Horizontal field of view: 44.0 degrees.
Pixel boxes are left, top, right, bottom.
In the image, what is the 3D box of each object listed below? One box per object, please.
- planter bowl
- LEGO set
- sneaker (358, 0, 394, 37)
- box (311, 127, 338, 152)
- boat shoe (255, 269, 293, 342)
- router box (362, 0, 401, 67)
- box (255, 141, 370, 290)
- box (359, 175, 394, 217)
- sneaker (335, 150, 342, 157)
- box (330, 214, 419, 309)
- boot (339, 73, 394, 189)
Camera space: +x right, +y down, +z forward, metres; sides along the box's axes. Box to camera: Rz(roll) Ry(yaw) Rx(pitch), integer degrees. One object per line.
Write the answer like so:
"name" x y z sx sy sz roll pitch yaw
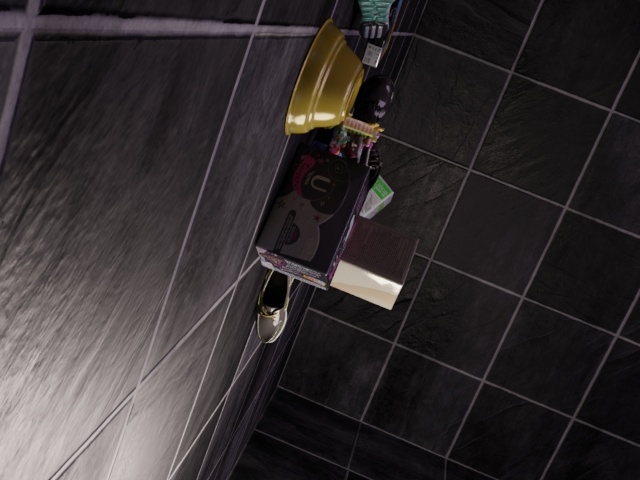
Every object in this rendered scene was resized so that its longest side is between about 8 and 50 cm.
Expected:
"planter bowl" 0.019 -0.272 1.399 0.217 0.090 0.217 22 90 -85
"LEGO set" 0.058 -0.201 1.683 0.287 0.132 0.107 12 89 -79
"sneaker" 0.110 -0.508 1.596 0.224 0.083 0.098 108 -18 -68
"box" 0.019 -0.249 1.899 0.136 0.036 0.225 105 10 -61
"boat shoe" -0.119 0.153 1.965 0.068 0.081 0.228 -39 144 -76
"router box" 0.168 -0.564 2.082 0.133 0.046 0.179 -64 174 -47
"box" -0.013 -0.050 1.642 0.142 0.163 0.247 87 25 -72
"box" 0.111 -0.111 2.570 0.231 0.127 0.262 -39 176 1
"sneaker" 0.057 -0.194 2.315 0.221 0.087 0.083 103 11 -65
"box" 0.053 0.022 1.834 0.121 0.311 0.148 106 8 -55
"boot" 0.119 -0.237 1.879 0.229 0.091 0.263 -98 -154 -53
